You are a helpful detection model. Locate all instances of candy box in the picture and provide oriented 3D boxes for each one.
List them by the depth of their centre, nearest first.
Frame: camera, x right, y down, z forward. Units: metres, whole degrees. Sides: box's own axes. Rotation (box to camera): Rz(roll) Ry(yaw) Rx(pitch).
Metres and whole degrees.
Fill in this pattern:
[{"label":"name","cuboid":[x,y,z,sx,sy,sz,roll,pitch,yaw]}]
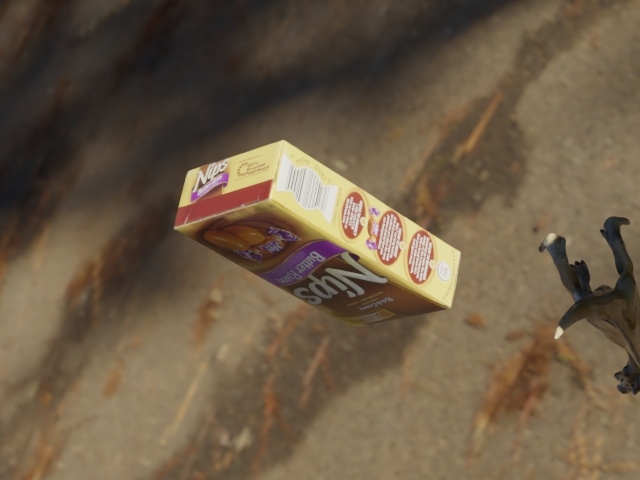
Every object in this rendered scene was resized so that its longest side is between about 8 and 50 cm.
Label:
[{"label":"candy box","cuboid":[0.000,0.000,1.302,0.109,0.186,0.053,-15,55,46]}]

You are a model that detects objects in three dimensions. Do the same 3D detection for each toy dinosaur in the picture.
[{"label":"toy dinosaur","cuboid":[0.163,0.035,1.000,0.053,0.183,0.093,-25,65,13]}]
